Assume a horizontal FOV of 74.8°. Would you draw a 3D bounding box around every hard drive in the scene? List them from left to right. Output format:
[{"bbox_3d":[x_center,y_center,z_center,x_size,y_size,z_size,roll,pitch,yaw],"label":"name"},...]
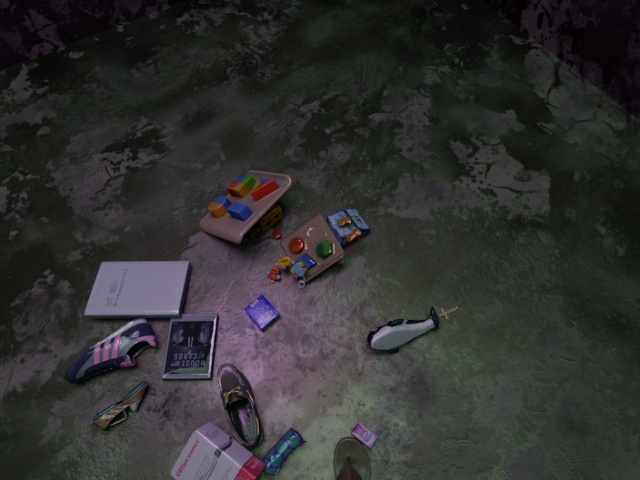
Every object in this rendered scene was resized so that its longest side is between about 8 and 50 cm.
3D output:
[{"bbox_3d":[-0.698,0.188,1.625,0.352,0.047,0.233,-1,56,1],"label":"hard drive"}]

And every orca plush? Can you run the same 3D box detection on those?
[{"bbox_3d":[0.289,0.310,1.541,0.287,0.151,0.102,-26,34,-9],"label":"orca plush"}]

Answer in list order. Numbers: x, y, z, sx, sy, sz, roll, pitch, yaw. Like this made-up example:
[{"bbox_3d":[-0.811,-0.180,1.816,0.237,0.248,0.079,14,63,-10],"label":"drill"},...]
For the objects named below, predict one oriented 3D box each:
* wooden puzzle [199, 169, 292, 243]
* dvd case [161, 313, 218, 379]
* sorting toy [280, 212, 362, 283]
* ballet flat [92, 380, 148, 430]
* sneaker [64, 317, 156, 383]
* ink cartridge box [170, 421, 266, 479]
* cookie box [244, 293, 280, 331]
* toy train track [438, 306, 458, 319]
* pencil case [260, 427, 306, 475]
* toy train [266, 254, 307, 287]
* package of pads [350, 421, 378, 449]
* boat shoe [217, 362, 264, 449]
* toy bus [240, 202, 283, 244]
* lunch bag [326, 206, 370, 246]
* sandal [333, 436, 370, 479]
[{"bbox_3d":[-0.323,-0.163,1.714,0.322,0.081,0.348,16,61,45],"label":"wooden puzzle"},{"bbox_3d":[-0.477,0.388,1.544,0.179,0.030,0.239,-1,62,1],"label":"dvd case"},{"bbox_3d":[0.000,0.000,1.668,0.307,0.041,0.229,-35,64,10],"label":"sorting toy"},{"bbox_3d":[-0.673,0.571,1.441,0.206,0.073,0.067,-36,95,-13],"label":"ballet flat"},{"bbox_3d":[-0.736,0.417,1.485,0.319,0.112,0.131,-38,66,-16],"label":"sneaker"},{"bbox_3d":[-0.318,0.713,1.304,0.237,0.100,0.172,31,93,15],"label":"ink cartridge box"},{"bbox_3d":[-0.221,0.274,1.593,0.091,0.040,0.107,-39,69,-17],"label":"cookie box"},{"bbox_3d":[0.491,0.272,1.605,0.083,0.014,0.048,-21,65,-11],"label":"toy train track"},{"bbox_3d":[-0.123,0.690,1.367,0.070,0.065,0.151,33,67,33],"label":"pencil case"},{"bbox_3d":[-0.125,0.121,1.651,0.166,0.046,0.125,15,106,16],"label":"toy train"},{"bbox_3d":[0.148,0.652,1.402,0.083,0.032,0.050,33,65,16],"label":"package of pads"},{"bbox_3d":[-0.277,0.551,1.423,0.109,0.091,0.305,-24,65,-12],"label":"boat shoe"},{"bbox_3d":[-0.254,-0.092,1.746,0.190,0.104,0.202,2,62,2],"label":"toy bus"},{"bbox_3d":[0.116,-0.063,1.740,0.151,0.096,0.129,-21,62,-24],"label":"lunch bag"},{"bbox_3d":[0.098,0.780,1.306,0.120,0.086,0.303,3,63,2],"label":"sandal"}]
